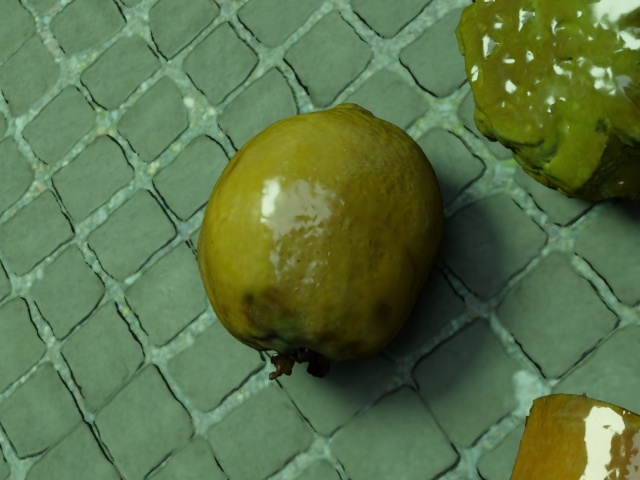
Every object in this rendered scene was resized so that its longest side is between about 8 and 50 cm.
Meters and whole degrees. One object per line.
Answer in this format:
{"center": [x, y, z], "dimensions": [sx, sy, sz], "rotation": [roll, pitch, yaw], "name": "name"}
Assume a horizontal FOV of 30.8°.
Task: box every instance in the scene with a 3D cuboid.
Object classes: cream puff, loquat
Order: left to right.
{"center": [0.000, 0.000, 0.912], "dimensions": [0.187, 0.176, 0.234], "rotation": [2, 67, 44], "name": "loquat"}
{"center": [0.213, -0.147, 0.847], "dimensions": [0.244, 0.196, 0.244], "rotation": [-11, 64, 23], "name": "cream puff"}

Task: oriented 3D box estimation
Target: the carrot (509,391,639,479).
{"center": [0.180, 0.283, 0.696], "dimensions": [0.193, 0.214, 0.331], "rotation": [-5, 62, 52], "name": "carrot"}
